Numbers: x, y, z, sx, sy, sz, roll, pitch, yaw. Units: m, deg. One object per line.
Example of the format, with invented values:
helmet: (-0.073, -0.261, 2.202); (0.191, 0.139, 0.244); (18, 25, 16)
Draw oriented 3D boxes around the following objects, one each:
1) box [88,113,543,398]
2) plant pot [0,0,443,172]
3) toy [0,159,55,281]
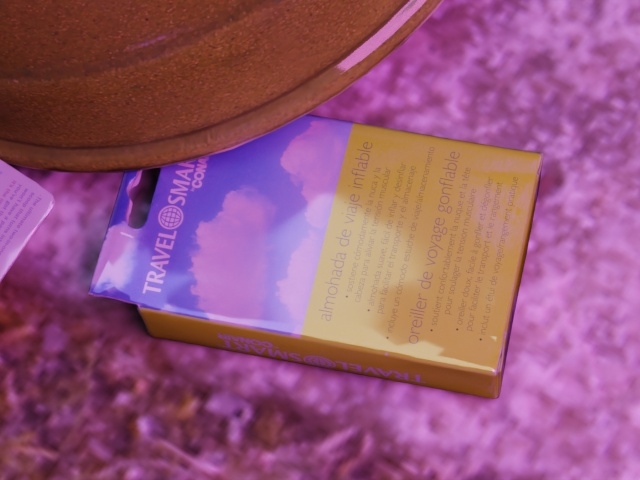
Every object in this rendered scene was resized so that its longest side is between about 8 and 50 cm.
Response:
box: (0.000, 0.000, 0.828); (0.178, 0.042, 0.109); (10, 67, 8)
plant pot: (-0.128, -0.262, 0.733); (0.367, 0.353, 0.366); (-6, 67, 16)
toy: (-0.232, -0.013, 0.836); (0.237, 0.056, 0.137); (32, 85, 22)
